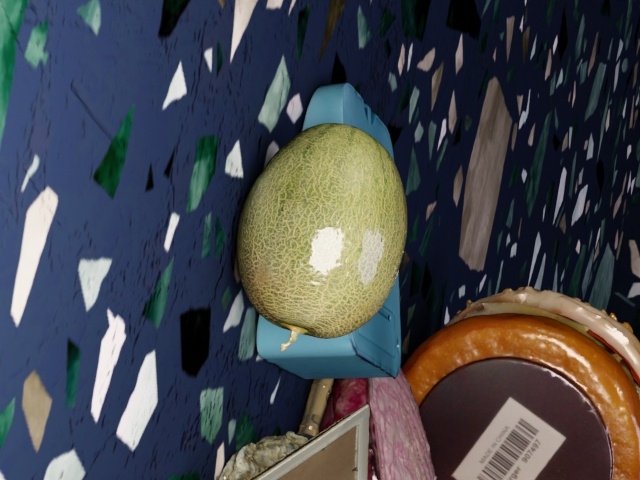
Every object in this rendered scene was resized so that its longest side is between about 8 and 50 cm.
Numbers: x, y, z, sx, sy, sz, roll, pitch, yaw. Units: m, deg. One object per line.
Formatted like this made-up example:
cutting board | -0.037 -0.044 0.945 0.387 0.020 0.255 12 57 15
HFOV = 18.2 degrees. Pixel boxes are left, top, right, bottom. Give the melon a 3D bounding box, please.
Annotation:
melon | 0.000 0.000 1.617 0.139 0.139 0.192 54 50 -69

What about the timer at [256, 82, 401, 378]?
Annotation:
timer | 0.013 -0.004 1.831 0.232 0.091 0.250 39 51 -72

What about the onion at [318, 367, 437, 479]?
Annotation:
onion | 0.040 0.223 1.997 0.250 0.111 0.247 44 33 -62

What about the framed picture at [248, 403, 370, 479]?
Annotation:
framed picture | -0.053 0.275 1.665 0.274 0.017 0.217 -28 133 -40

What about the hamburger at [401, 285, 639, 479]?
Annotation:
hamburger | 0.236 0.223 2.284 0.250 0.330 0.330 -36 135 -70

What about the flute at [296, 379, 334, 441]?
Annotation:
flute | -0.026 0.231 1.890 0.027 0.027 0.233 68 36 -63

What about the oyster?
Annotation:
oyster | -0.058 0.243 1.728 0.125 0.064 0.177 61 45 -73
